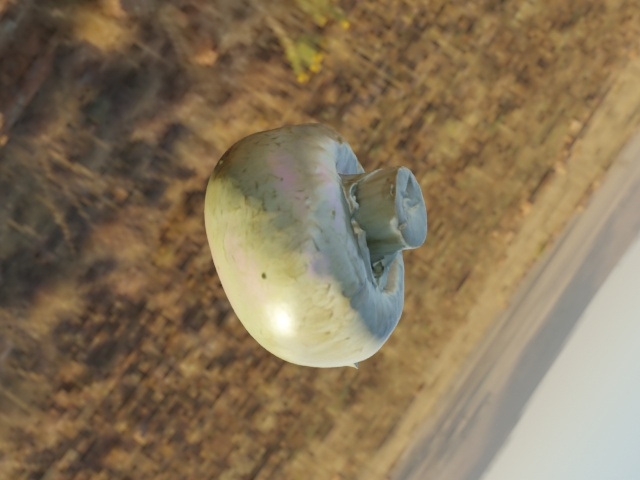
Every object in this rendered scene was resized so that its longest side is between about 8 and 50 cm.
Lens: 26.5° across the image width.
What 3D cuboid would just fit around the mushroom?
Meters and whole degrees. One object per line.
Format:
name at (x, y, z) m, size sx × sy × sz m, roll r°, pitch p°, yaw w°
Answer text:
mushroom at (0.000, 0.000, 0.439) m, size 0.067 × 0.083 × 0.083 m, roll -15°, pitch -176°, yaw 19°
